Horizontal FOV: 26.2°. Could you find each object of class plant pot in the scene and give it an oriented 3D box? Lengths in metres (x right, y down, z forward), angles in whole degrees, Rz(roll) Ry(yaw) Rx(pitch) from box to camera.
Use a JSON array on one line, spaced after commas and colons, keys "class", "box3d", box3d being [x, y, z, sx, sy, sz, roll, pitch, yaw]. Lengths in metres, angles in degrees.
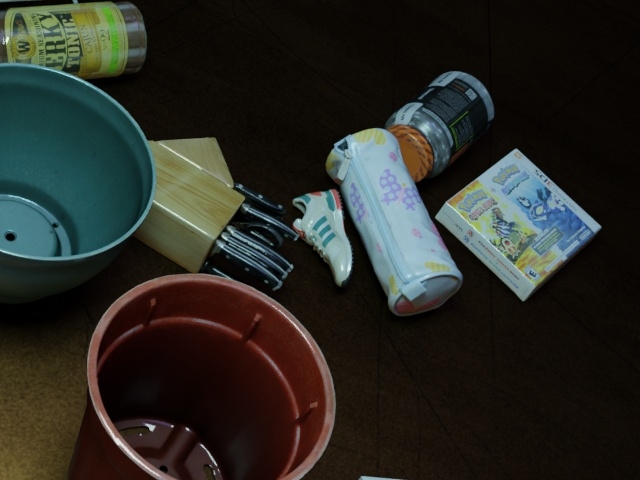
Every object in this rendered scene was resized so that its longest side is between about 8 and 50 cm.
[{"class": "plant pot", "box3d": [-0.155, 0.223, 1.536, 0.272, 0.265, 0.272, 13, 50, -16]}, {"class": "plant pot", "box3d": [-0.367, -0.043, 1.686, 0.293, 0.196, 0.293, 13, 51, -16]}]

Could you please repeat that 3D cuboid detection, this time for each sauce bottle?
[{"class": "sauce bottle", "box3d": [-0.412, -0.266, 1.898, 0.344, 0.111, 0.111, -12, 61, -31]}]

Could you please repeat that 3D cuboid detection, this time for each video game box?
[{"class": "video game box", "box3d": [0.305, -0.028, 2.101, 0.187, 0.048, 0.205, 42, 48, 13]}]

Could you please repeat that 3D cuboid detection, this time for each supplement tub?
[{"class": "supplement tub", "box3d": [0.173, -0.171, 2.099, 0.117, 0.117, 0.190, 42, 48, 9]}]

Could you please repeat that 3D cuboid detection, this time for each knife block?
[{"class": "knife block", "box3d": [-0.176, -0.017, 1.830, 0.275, 0.088, 0.242, -5, 57, -29]}]

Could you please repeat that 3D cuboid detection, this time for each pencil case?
[{"class": "pencil case", "box3d": [0.102, -0.028, 1.947, 0.113, 0.124, 0.273, -26, 65, 4]}]

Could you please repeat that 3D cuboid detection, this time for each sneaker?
[{"class": "sneaker", "box3d": [0.000, 0.000, 1.935, 0.075, 0.057, 0.161, -5, 57, -9]}]

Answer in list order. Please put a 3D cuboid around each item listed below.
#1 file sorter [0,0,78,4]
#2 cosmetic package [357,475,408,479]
[{"class": "file sorter", "box3d": [-0.408, -0.445, 1.929, 0.193, 0.278, 0.173, -10, 64, -31]}, {"class": "cosmetic package", "box3d": [0.154, 0.359, 1.717, 0.239, 0.060, 0.099, 9, 54, -20]}]
